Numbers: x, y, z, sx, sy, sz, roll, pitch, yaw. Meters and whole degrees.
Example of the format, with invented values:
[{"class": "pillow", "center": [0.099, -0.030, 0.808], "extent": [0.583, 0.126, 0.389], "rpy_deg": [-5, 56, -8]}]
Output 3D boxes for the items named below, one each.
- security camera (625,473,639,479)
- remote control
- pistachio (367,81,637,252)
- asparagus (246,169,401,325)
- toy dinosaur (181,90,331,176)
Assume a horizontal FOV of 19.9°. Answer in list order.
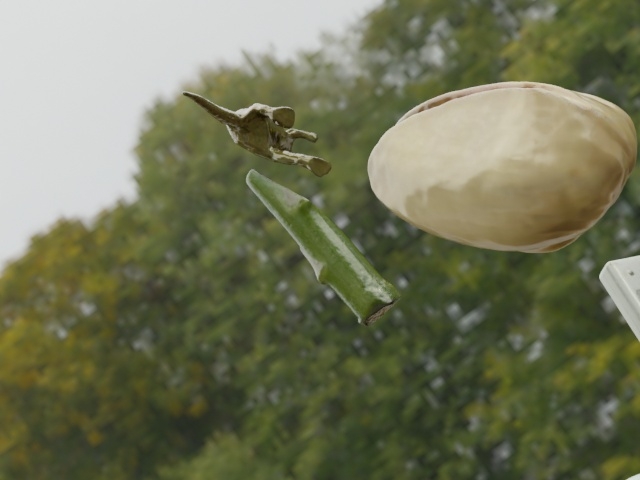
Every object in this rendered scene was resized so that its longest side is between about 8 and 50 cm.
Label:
[{"class": "security camera", "center": [0.421, 0.394, 2.232], "extent": [0.236, 0.194, 0.194], "rpy_deg": [-59, 2, -32]}, {"class": "remote control", "center": [0.320, 0.088, 1.570], "extent": [0.087, 0.190, 0.029], "rpy_deg": [-11, -37, -27]}, {"class": "pistachio", "center": [0.202, -0.083, 2.038], "extent": [0.318, 0.214, 0.193], "rpy_deg": [1, 37, 29]}, {"class": "asparagus", "center": [0.000, 0.000, 1.618], "extent": [0.045, 0.178, 0.041], "rpy_deg": [-49, -17, 29]}, {"class": "toy dinosaur", "center": [-0.062, -0.088, 1.411], "extent": [0.126, 0.162, 0.039], "rpy_deg": [10, 79, 61]}]
